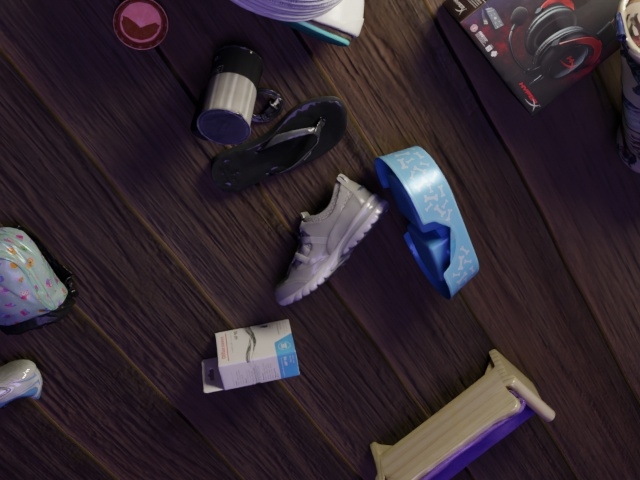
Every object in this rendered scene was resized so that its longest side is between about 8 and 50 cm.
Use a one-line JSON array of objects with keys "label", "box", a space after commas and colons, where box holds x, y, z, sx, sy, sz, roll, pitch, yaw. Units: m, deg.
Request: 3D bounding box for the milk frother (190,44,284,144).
[{"label": "milk frother", "box": [-0.120, -0.205, 1.452, 0.143, 0.135, 0.129, 20, 146, -18]}]

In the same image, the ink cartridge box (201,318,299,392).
[{"label": "ink cartridge box", "box": [-0.136, 0.215, 1.721, 0.180, 0.104, 0.060, -11, 122, -4]}]

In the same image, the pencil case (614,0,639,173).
[{"label": "pencil case", "box": [0.541, -0.239, 1.441, 0.183, 0.160, 0.410, -64, 155, -14]}]

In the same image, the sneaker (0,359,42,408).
[{"label": "sneaker", "box": [-0.625, 0.279, 1.682, 0.237, 0.085, 0.086, -10, 117, -3]}]

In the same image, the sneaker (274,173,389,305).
[{"label": "sneaker", "box": [0.000, 0.000, 1.642, 0.115, 0.105, 0.281, 44, 113, 6]}]

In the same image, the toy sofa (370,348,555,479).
[{"label": "toy sofa", "box": [0.287, 0.410, 1.875, 0.362, 0.177, 0.150, -41, 119, 14]}]

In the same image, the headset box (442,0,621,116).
[{"label": "headset box", "box": [0.378, -0.377, 1.455, 0.293, 0.110, 0.218, -38, 120, 12]}]

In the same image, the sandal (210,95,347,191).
[{"label": "sandal", "box": [-0.062, -0.149, 1.544, 0.254, 0.054, 0.097, -30, 121, 8]}]

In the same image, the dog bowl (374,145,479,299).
[{"label": "dog bowl", "box": [0.190, -0.035, 1.605, 0.074, 0.166, 0.297, -29, 122, -6]}]

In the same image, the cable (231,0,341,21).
[{"label": "cable", "box": [-0.061, -0.423, 1.268, 0.257, 0.257, 0.089, -4, 160, -29]}]

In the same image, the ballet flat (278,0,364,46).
[{"label": "ballet flat", "box": [-0.112, -0.403, 1.356, 0.400, 0.139, 0.139, 14, 117, -23]}]

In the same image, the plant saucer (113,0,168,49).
[{"label": "plant saucer", "box": [-0.275, -0.334, 1.419, 0.083, 0.013, 0.083, -4, 121, -7]}]

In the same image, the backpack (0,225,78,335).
[{"label": "backpack", "box": [-0.513, 0.066, 1.557, 0.152, 0.115, 0.182, -19, 120, 4]}]
